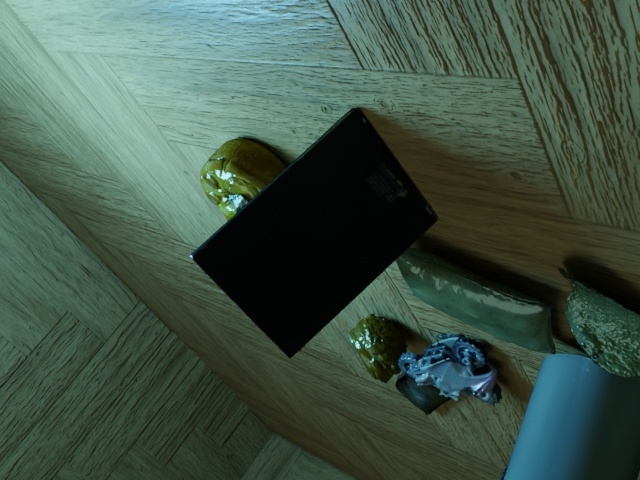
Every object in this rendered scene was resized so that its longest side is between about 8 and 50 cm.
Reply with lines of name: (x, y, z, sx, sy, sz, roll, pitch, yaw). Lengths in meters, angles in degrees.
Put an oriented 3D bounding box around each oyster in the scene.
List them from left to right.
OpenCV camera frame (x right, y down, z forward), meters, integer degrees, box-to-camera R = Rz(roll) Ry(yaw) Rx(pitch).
oyster: (-0.141, -0.052, 1.464, 0.054, 0.019, 0.083, 14, 147, 42)

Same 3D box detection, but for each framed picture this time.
framed picture: (0.001, -0.005, 1.226, 0.255, 0.339, 0.014, 49, 176, -29)

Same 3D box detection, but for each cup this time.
cup: (0.428, 0.371, 1.318, 0.205, 0.312, 0.205, 23, 161, 9)

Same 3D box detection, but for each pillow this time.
pillow: (0.268, 0.102, 1.373, 0.302, 0.075, 0.185, 23, 160, 30)

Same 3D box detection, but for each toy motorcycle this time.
toy motorcycle: (0.300, 0.298, 1.681, 0.204, 0.108, 0.239, 44, 158, -16)

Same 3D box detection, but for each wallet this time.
wallet: (0.266, 0.389, 2.039, 0.137, 0.031, 0.255, 35, 159, 7)

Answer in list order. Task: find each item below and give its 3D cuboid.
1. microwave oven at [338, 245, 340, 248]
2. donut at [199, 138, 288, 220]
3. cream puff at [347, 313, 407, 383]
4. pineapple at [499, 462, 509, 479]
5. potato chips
microwave oven: (0.000, 0.000, 1.380, 0.162, 0.208, 0.122, 31, 113, 18)
donut: (-0.134, -0.098, 1.537, 0.226, 0.114, 0.226, 32, 158, 15)
cream puff: (0.140, 0.244, 1.806, 0.150, 0.115, 0.165, 60, 178, 28)
pineapple: (0.549, 0.750, 1.958, 0.300, 0.352, 0.352, 21, 156, 14)
potato chips: (0.436, 0.118, 1.164, 0.167, 0.059, 0.228, 8, 140, 42)
